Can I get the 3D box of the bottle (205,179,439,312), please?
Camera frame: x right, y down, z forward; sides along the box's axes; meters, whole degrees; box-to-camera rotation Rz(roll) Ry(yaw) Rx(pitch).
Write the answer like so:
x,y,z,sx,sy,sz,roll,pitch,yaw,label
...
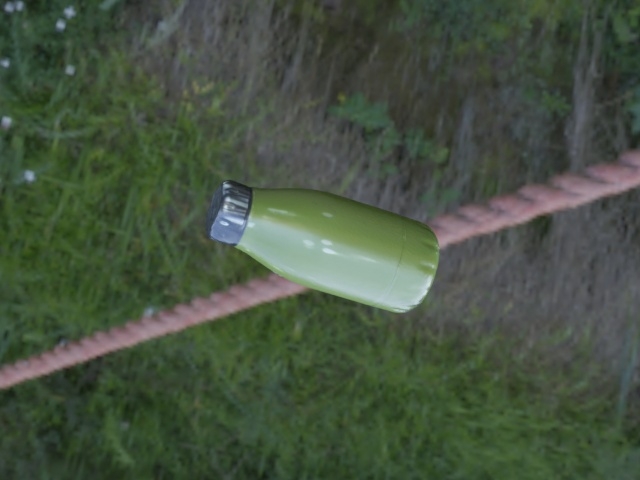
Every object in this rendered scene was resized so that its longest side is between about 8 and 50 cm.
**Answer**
x,y,z,sx,sy,sz,roll,pitch,yaw,label
0.000,0.000,1.354,0.260,0.112,0.112,17,161,-16,bottle
